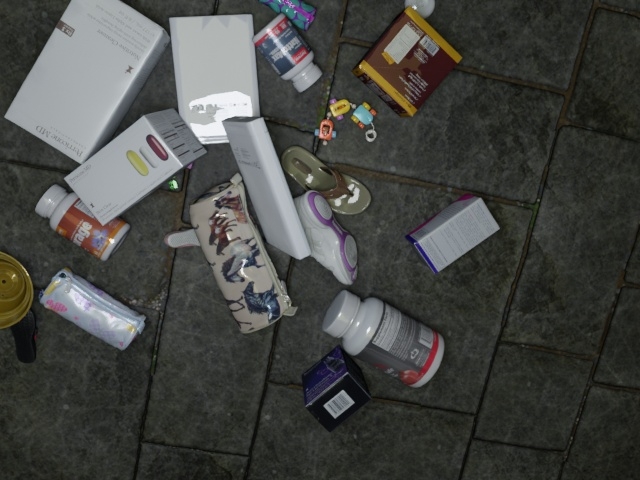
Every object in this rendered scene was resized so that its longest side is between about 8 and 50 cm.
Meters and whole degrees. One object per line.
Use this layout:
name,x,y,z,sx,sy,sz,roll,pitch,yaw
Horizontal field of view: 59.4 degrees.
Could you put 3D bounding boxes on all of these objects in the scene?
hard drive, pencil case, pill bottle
hard drive,-0.138,-0.138,1.418,0.047,0.233,0.353,-26,112,-19
pencil case,-0.085,-0.603,1.437,0.152,0.070,0.064,29,97,-11
pencil case,-0.211,0.036,1.504,0.184,0.160,0.410,-18,103,14
pill bottle,0.172,0.269,1.580,0.319,0.176,0.176,30,97,-10
pill bottle,-0.080,-0.477,1.440,0.108,0.108,0.180,-41,110,3
pencil case,-0.611,0.184,1.520,0.273,0.113,0.124,36,118,-12
pill bottle,-0.622,-0.050,1.470,0.216,0.121,0.121,34,96,-10
hard drive,-0.271,-0.417,1.471,0.210,0.040,0.318,-4,102,-5

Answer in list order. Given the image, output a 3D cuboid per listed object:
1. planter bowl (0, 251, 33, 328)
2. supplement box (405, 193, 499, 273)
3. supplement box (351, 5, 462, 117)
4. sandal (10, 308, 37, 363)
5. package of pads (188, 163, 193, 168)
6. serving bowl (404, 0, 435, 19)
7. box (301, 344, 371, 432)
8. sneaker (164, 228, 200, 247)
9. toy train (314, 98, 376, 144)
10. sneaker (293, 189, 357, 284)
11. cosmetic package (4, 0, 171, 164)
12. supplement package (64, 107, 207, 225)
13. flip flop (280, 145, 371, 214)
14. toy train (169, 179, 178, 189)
planter bowl,-0.861,0.120,1.496,0.217,0.090,0.217,-1,102,-5
supplement box,0.367,-0.023,1.574,0.220,0.111,0.114,-36,102,3
supplement box,0.220,-0.458,1.464,0.191,0.129,0.194,40,95,-12
sandal,-0.818,0.259,1.559,0.067,0.040,0.179,10,115,-2
package of pads,-0.376,-0.230,1.502,0.083,0.032,0.050,21,103,-8
serving bowl,0.266,-0.629,1.487,0.083,0.027,0.083,-1,102,-5
box,0.040,0.411,1.580,0.153,0.207,0.108,-40,102,2
sneaker,-0.366,-0.007,1.545,0.134,0.070,0.051,-7,94,-34
toy train,0.069,-0.319,1.523,0.166,0.046,0.125,2,102,-3
sneaker,0.000,0.000,1.561,0.152,0.114,0.305,-17,116,32
cosmetic package,-0.565,-0.405,1.387,0.217,0.156,0.385,31,96,-12
supplement package,-0.451,-0.188,1.392,0.262,0.204,0.145,-34,102,14
flip flop,0.014,-0.160,1.528,0.277,0.080,0.112,35,96,-11
toy train,-0.405,-0.178,1.518,0.024,0.017,0.083,-17,102,-12
